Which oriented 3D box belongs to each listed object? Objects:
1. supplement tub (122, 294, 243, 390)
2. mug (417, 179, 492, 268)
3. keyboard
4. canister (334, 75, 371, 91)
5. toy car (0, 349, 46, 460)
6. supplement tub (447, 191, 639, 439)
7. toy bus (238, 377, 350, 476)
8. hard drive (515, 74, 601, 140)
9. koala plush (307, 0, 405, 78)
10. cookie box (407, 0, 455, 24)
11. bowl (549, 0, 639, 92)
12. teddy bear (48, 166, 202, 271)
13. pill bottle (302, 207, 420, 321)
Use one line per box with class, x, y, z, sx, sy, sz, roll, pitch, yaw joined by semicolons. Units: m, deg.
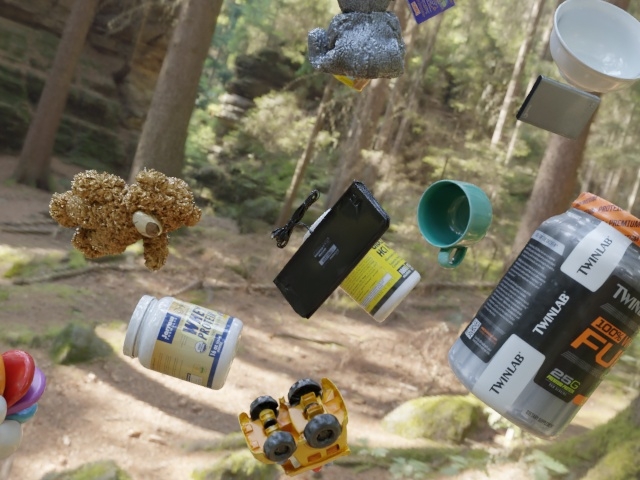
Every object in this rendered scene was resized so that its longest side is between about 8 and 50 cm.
supplement tub;-0.413;0.304;2.187;0.316;0.228;0.228;18;1;-2
mug;0.261;-0.039;1.406;0.097;0.158;0.129;1;37;-43
keyboard;0.000;0.000;1.517;0.033;0.317;0.201;-7;53;-54
canister;0.126;-0.526;2.092;0.126;0.170;0.073;23;40;-29
toy car;-0.491;0.229;1.099;0.136;0.182;0.159;-26;55;-23
supplement tub;0.364;0.110;1.090;0.207;0.338;0.207;33;8;-5
toy bus;-0.046;0.433;1.563;0.220;0.212;0.149;-19;36;-12
hard drive;0.462;-0.258;1.406;0.135;0.094;0.022;16;32;-15
koala plush;0.082;-0.419;1.334;0.196;0.221;0.203;2;19;-6
cookie box;0.275;-0.619;1.839;0.092;0.107;0.040;58;10;-38
bowl;0.724;-0.491;1.912;0.297;0.298;0.134;17;-35;-4
teddy bear;-0.407;-0.040;1.456;0.337;0.245;0.113;6;34;22
pill bottle;0.115;0.064;2.121;0.334;0.188;0.188;42;5;8
